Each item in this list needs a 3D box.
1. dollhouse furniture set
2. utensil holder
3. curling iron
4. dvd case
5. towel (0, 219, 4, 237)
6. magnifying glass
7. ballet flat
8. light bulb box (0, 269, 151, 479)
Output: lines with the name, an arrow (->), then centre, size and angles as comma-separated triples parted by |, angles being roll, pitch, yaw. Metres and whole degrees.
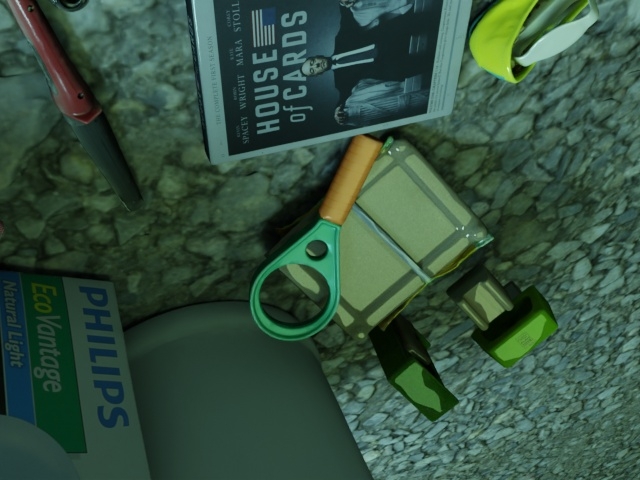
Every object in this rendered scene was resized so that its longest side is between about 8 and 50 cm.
dollhouse furniture set -> 0.096, 0.027, 0.865 | 0.197, 0.151, 0.301 | -41, 110, 10
utensil holder -> -0.089, 0.315, 0.819 | 0.328, 0.385, 0.327 | -16, 137, -15
curling iron -> -0.177, -0.114, 0.581 | 0.068, 0.035, 0.274 | -16, 141, -10
dvd case -> 0.012, -0.161, 0.635 | 0.239, 0.029, 0.179 | -15, 140, -14
towel -> -0.323, -0.003, 0.546 | 0.029, 0.144, 0.197 | -12, 146, 22
magnifying glass -> 0.000, 0.000, 0.748 | 0.092, 0.026, 0.231 | 21, 107, -14
ballet flat -> 0.226, -0.225, 0.636 | 0.077, 0.077, 0.231 | 22, 122, -42
light bulb box -> -0.345, 0.215, 0.609 | 0.361, 0.358, 0.225 | 9, 132, -37
